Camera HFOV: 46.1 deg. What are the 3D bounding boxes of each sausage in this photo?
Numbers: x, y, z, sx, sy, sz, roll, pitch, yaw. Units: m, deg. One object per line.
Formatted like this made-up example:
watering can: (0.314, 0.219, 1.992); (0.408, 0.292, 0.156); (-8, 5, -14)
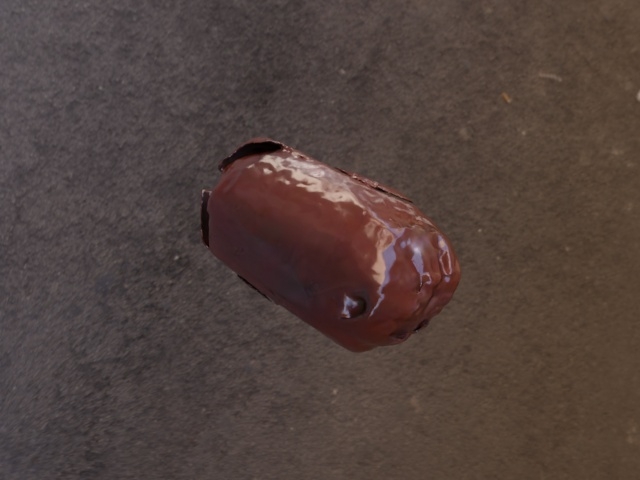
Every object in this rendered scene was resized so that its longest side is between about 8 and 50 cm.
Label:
sausage: (0.000, 0.000, 0.714); (0.279, 0.152, 0.152); (29, 51, 33)
